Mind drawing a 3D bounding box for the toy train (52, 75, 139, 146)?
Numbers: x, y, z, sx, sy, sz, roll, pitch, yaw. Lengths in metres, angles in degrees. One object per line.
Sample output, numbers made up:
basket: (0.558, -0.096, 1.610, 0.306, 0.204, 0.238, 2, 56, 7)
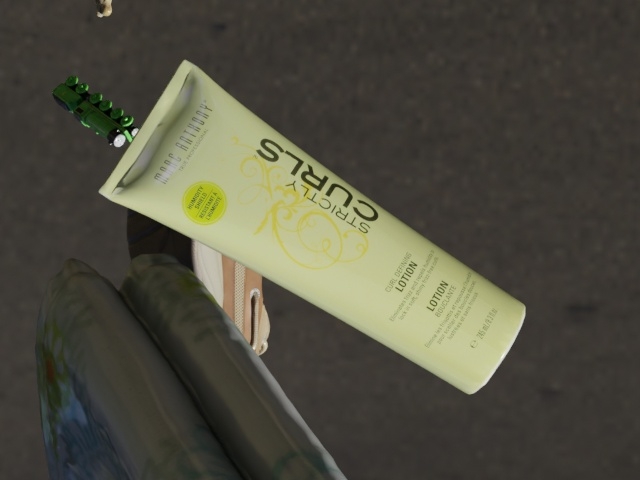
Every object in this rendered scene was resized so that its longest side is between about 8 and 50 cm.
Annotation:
toy train: (-0.156, -0.089, 1.359, 0.083, 0.024, 0.017, 36, 162, 38)

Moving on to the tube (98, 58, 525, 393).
tube: (0.000, 0.000, 1.101, 0.240, 0.070, 0.062, 33, 123, -4)

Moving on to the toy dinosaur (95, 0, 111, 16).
toy dinosaur: (-0.232, -0.259, 1.614, 0.093, 0.053, 0.183, -26, 107, 44)

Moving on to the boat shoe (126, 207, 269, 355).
boat shoe: (-0.095, 0.087, 1.747, 0.123, 0.324, 0.116, 3, -178, 44)

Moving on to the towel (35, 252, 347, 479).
towel: (-0.028, 0.222, 0.890, 0.090, 0.374, 0.320, -18, 130, -20)
